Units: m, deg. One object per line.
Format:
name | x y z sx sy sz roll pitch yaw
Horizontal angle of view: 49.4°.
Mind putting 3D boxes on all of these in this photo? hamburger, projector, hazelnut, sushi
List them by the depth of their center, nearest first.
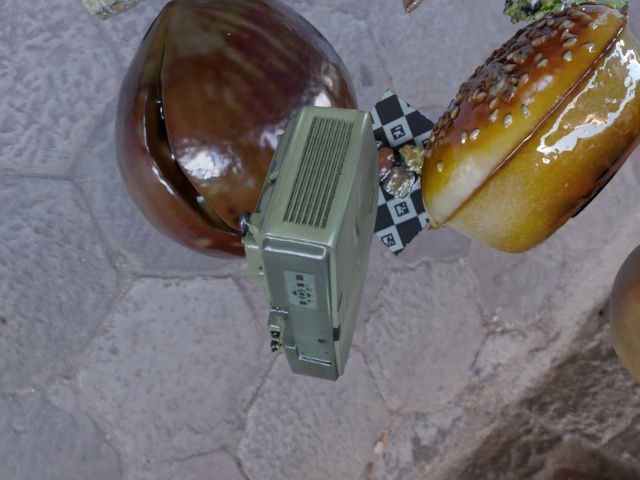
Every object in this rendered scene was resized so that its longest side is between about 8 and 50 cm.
hamburger | 0.173 -0.087 0.574 0.147 0.237 0.237 41 69 13
projector | 0.000 0.000 0.660 0.269 0.088 0.193 84 18 -58
hazelnut | -0.139 -0.177 1.117 0.402 0.402 0.429 45 51 -30
sushi | 0.167 -0.158 1.599 0.294 0.292 0.059 -51 165 13

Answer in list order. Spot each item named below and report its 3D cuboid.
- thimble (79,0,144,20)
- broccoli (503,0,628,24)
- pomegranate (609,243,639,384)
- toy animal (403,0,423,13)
thimble | -0.427 -0.563 1.376 0.148 0.196 0.229 -23 94 15
broccoli | 0.556 -0.622 1.558 0.272 0.324 0.334 -3 127 -49
pomegranate | 0.772 0.154 1.339 0.412 0.412 0.411 -5 100 -33
toy animal | 0.270 -0.781 1.841 0.195 0.213 0.256 -24 77 -10
